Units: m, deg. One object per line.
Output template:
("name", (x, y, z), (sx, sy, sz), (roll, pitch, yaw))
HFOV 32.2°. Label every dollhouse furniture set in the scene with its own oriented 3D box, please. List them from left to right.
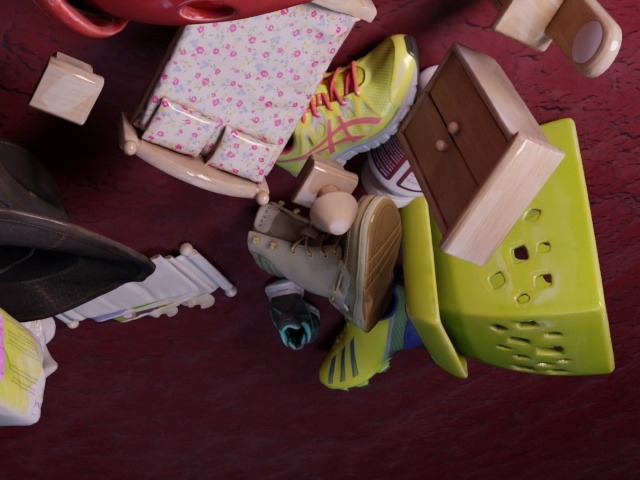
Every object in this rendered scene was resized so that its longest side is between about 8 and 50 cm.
("dollhouse furniture set", (0.001, -0.134, 0.846), (0.355, 0.174, 0.303), (19, 120, -25))

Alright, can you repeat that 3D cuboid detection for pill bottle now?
("pill bottle", (0.099, -0.098, 1.101), (0.086, 0.086, 0.152), (3, 150, -24))

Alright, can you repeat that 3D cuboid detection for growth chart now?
("growth chart", (-0.233, 0.063, 1.364), (0.237, 0.021, 0.172), (-13, 153, 5))

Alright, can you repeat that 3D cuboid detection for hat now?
("hat", (-0.325, -0.022, 1.037), (0.331, 0.134, 0.331), (-6, 162, -2))

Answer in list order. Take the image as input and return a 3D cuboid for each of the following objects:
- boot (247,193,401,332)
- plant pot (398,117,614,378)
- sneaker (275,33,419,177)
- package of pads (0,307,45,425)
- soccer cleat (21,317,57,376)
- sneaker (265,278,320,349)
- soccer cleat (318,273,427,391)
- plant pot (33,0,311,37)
("boot", (0.000, 0.000, 1.192), (0.165, 0.077, 0.213), (29, 151, 18))
("plant pot", (0.205, 0.027, 1.235), (0.207, 0.228, 0.227), (-10, 154, 13))
("sneaker", (0.010, -0.124, 1.032), (0.094, 0.081, 0.208), (19, 139, -30))
("package of pads", (-0.402, 0.109, 1.041), (0.229, 0.101, 0.296), (-2, 162, 2))
("soccer cleat", (-0.392, 0.093, 1.301), (0.143, 0.116, 0.331), (-25, 156, -17))
("sneaker", (-0.035, 0.114, 1.469), (0.065, 0.076, 0.166), (-13, 153, 8))
("soccer cleat", (0.069, 0.124, 1.542), (0.121, 0.093, 0.289), (36, 141, -14))
("plant pot", (-0.101, -0.221, 0.689), (0.174, 0.191, 0.191), (-14, 153, 17))
